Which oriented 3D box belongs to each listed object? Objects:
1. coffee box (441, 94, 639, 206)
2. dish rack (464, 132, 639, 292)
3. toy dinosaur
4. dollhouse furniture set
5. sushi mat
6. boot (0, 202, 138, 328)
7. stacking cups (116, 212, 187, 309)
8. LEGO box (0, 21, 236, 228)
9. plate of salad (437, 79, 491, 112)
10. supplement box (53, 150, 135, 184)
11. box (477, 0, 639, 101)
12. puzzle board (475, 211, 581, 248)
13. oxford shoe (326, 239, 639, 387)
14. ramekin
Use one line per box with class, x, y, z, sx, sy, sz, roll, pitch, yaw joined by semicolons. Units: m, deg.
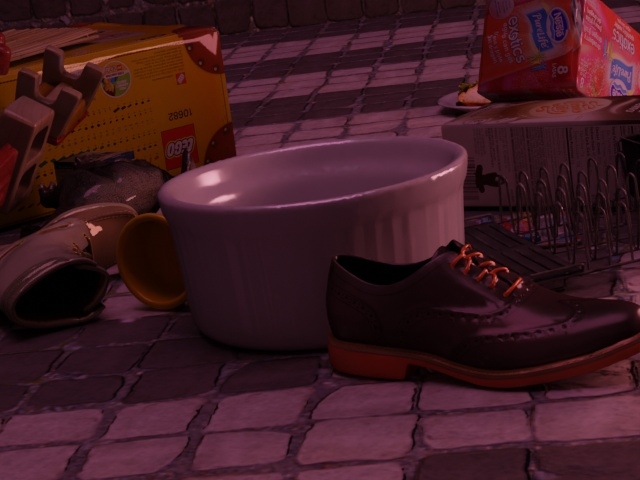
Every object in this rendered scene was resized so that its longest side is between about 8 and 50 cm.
coffee box;0.274;-0.097;1.833;0.246;0.098;0.141;0;16;31
dish rack;0.253;-0.027;1.590;0.271;0.074;0.208;-13;18;-18
toy dinosaur;-0.241;-0.043;1.864;0.313;0.121;0.160;-15;1;-43
dollhouse furniture set;-0.406;-0.105;1.856;0.201;0.152;0.374;24;28;2
sushi mat;-0.433;-0.230;2.120;0.151;0.019;0.316;3;18;33
boot;-0.241;0.026;1.669;0.213;0.077;0.165;-22;18;-29
stacking cups;-0.082;-0.018;1.729;0.096;0.096;0.316;0;14;29
LEGO box;-0.423;-0.151;2.239;0.500;0.193;0.372;-18;17;-35
plate of salad;0.267;-0.221;2.456;0.199;0.048;0.200;-8;13;2
supplement box;-0.263;-0.060;2.013;0.083;0.083;0.056;1;16;33
box;0.297;-0.202;2.006;0.128;0.123;0.257;0;-11;30
puzzle board;0.207;-0.011;1.706;0.096;0.011;0.128;-7;14;3
oxford shoe;0.123;0.053;1.304;0.271;0.098;0.097;-1;15;25
ramekin;0.000;0.000;1.515;0.277;0.135;0.277;-7;13;2
